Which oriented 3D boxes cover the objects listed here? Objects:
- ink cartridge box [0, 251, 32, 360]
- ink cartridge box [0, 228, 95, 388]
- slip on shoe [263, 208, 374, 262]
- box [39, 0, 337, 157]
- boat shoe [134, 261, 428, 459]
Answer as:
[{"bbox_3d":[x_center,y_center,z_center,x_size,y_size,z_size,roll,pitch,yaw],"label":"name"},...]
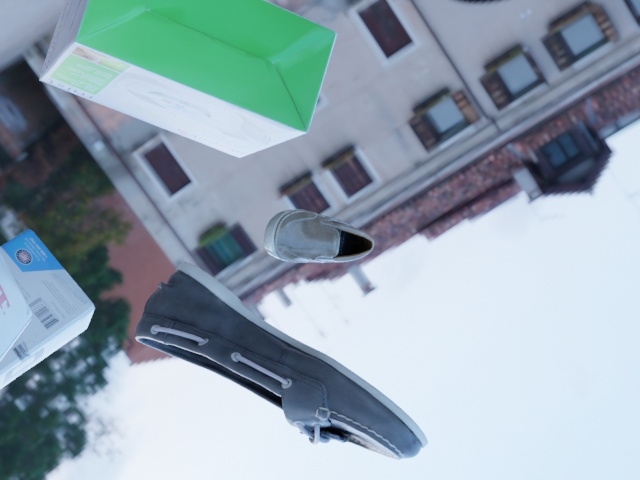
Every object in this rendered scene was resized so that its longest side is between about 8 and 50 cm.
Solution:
[{"bbox_3d":[-0.278,0.025,0.571,0.121,0.211,0.289,-18,-161,12],"label":"ink cartridge box"},{"bbox_3d":[-0.317,0.083,1.095,0.180,0.104,0.060,-36,172,-31],"label":"ink cartridge box"},{"bbox_3d":[0.000,0.000,1.124,0.041,0.052,0.135,9,178,37],"label":"slip on shoe"},{"bbox_3d":[-0.152,-0.205,1.285,0.231,0.261,0.127,-8,-116,66],"label":"box"},{"bbox_3d":[-0.047,0.142,1.168,0.095,0.335,0.112,-51,152,-14],"label":"boat shoe"}]
